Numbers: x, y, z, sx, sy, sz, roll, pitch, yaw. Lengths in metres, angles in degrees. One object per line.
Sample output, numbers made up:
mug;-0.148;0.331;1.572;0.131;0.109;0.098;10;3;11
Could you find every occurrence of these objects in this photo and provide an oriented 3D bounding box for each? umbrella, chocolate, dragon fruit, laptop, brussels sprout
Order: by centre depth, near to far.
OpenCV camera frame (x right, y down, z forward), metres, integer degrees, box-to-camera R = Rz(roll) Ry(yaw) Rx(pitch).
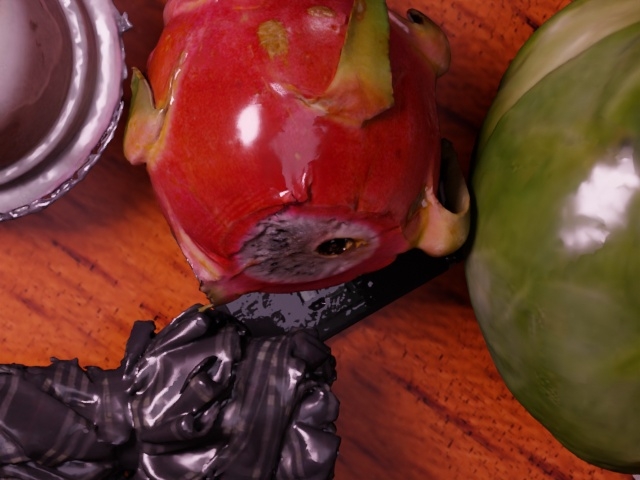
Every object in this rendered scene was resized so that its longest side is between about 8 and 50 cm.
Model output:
chocolate;-0.241;-0.118;1.233;0.221;0.147;0.221;-2;82;18
dragon fruit;-0.019;-0.078;1.283;0.224;0.224;0.227;7;62;-15
umbrella;-0.151;0.109;1.301;0.337;0.128;0.154;9;100;-11
brussels sprout;0.264;-0.029;1.326;0.371;0.276;0.314;-30;102;-12
laptop;0.000;0.000;1.393;0.180;0.016;0.129;-30;99;-12

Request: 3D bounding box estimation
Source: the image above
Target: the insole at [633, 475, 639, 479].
insole;0.310;0.119;1.481;0.197;0.004;0.065;-32;99;-11
